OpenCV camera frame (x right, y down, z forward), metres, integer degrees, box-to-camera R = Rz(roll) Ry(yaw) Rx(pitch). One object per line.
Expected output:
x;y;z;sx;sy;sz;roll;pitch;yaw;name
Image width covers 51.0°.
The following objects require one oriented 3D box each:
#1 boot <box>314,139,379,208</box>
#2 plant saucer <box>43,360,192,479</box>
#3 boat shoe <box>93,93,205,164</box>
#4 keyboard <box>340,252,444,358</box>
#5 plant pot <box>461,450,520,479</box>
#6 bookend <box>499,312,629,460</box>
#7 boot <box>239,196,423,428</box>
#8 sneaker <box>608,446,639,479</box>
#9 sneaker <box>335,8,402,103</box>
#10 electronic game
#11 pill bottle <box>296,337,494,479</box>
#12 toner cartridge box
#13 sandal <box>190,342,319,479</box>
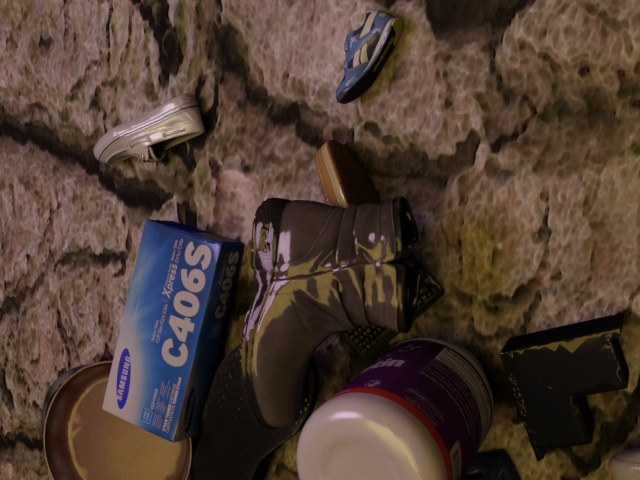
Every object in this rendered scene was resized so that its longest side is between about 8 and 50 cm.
0.000;0.000;1.025;0.203;0.095;0.262;-25;83;35;boot
-0.376;0.378;1.266;0.311;0.050;0.310;0;90;14;plant saucer
-0.297;-0.170;1.151;0.226;0.083;0.075;-24;87;28;boat shoe
0.093;0.094;1.032;0.108;0.023;0.180;50;116;11;keyboard
0.180;0.467;0.949;0.236;0.212;0.236;-24;88;28;plant pot
0.343;0.195;0.891;0.157;0.072;0.156;-20;91;28;bookend
0.017;0.107;0.899;0.223;0.118;0.338;5;99;21;boot
0.478;0.227;0.824;0.262;0.099;0.121;-24;80;22;sneaker
0.059;-0.265;0.966;0.059;0.053;0.144;37;106;16;sneaker
-0.455;0.362;1.337;0.229;0.048;0.229;0;89;15;electronic game
0.116;0.238;0.874;0.181;0.323;0.181;5;102;27;pill bottle
-0.256;0.150;1.158;0.165;0.075;0.347;16;95;25;toner cartridge box
-0.114;0.304;1.148;0.167;0.107;0.445;39;127;15;sandal
